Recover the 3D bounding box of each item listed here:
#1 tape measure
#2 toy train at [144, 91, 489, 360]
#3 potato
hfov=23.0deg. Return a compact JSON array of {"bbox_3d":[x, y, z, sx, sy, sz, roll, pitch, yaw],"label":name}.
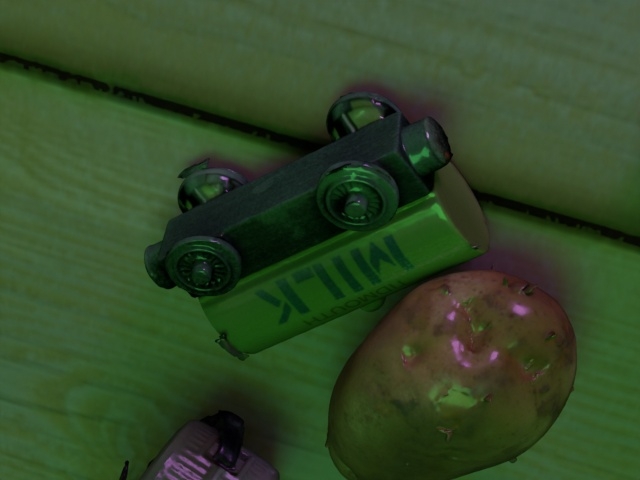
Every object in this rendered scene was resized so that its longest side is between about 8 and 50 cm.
[{"bbox_3d":[-0.123,0.241,1.264,0.115,0.207,0.235,30,160,3],"label":"tape measure"},{"bbox_3d":[0.000,0.000,1.148,0.253,0.105,0.157,-24,125,24],"label":"toy train"},{"bbox_3d":[0.087,0.114,1.159,0.235,0.128,0.161,-27,129,30],"label":"potato"}]
